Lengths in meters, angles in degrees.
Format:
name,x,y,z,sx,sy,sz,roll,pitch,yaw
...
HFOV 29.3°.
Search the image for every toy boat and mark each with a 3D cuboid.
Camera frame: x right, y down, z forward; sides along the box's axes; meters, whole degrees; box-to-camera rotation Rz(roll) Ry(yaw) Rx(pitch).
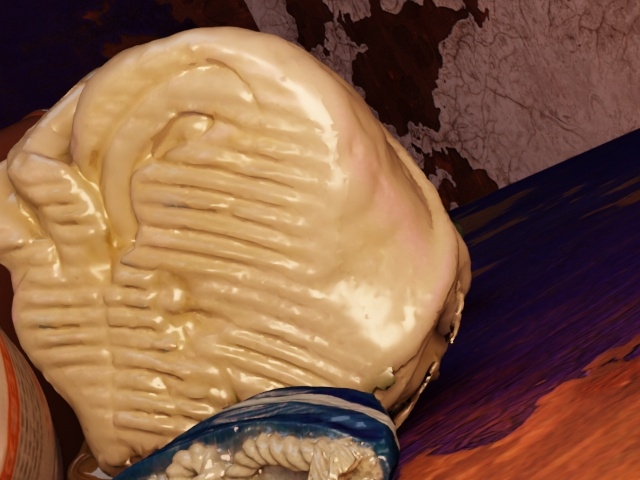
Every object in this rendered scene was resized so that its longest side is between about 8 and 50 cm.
name,x,y,z,sx,sy,sz,roll,pitch,yaw
toy boat,-0.064,0.138,0.495,0.210,0.070,0.291,-31,3,15

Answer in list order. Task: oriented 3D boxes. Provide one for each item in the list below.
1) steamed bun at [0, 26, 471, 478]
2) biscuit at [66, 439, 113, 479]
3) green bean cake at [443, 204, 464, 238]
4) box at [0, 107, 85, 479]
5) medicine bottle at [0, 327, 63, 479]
name,x,y,z,sx,sy,sz,roll,pitch,yaw
steamed bun,-0.046,-0.001,0.780,0.268,0.280,0.207,-27,3,21
biscuit,-0.131,0.158,0.977,0.118,0.023,0.140,-2,27,14
green bean cake,0.000,0.000,1.204,0.308,0.300,0.169,24,86,44
box,-0.295,0.093,1.102,0.239,0.339,0.229,-26,4,41
medicine bottle,-0.257,0.119,0.678,0.211,0.211,0.371,-27,-12,-12
